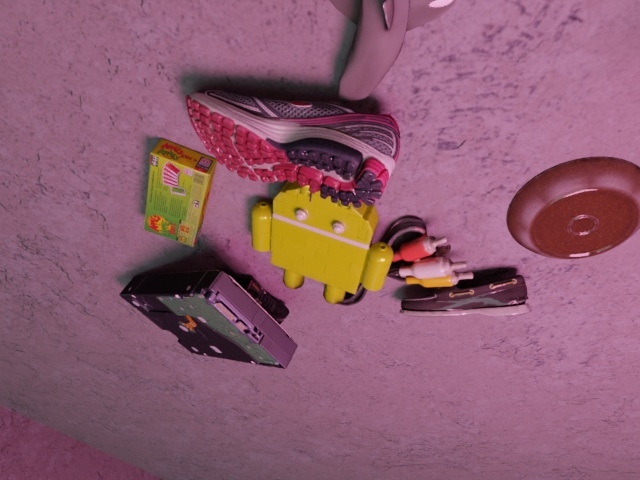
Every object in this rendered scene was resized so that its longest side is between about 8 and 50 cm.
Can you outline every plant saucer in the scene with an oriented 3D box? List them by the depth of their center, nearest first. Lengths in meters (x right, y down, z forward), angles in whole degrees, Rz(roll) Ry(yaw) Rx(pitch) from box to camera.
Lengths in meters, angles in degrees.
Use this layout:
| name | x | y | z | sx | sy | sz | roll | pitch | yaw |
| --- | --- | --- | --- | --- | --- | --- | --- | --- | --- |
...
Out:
| name | x | y | z | sx | sy | sz | roll | pitch | yaw |
| --- | --- | --- | --- | --- | --- | --- | --- | --- | --- |
| plant saucer | 0.390 | -0.032 | 0.638 | 0.199 | 0.036 | 0.198 | 5 | 136 | 5 |

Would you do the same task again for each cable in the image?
| name | x | y | z | sx | sy | sz | roll | pitch | yaw |
| --- | --- | --- | --- | --- | --- | --- | --- | --- | --- |
| cable | 0.111 | 0.054 | 0.756 | 0.287 | 0.072 | 0.139 | -24 | 121 | 31 |

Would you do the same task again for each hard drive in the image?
| name | x | y | z | sx | sy | sz | roll | pitch | yaw |
| --- | --- | --- | --- | --- | --- | --- | --- | --- | --- |
| hard drive | -0.236 | 0.159 | 0.869 | 0.339 | 0.064 | 0.237 | -7 | 133 | 43 |

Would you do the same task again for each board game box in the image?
| name | x | y | z | sx | sy | sz | roll | pitch | yaw |
| --- | --- | --- | --- | --- | --- | --- | --- | --- | --- |
| board game box | -0.239 | -0.074 | 0.716 | 0.092 | 0.043 | 0.181 | 21 | 135 | -9 |

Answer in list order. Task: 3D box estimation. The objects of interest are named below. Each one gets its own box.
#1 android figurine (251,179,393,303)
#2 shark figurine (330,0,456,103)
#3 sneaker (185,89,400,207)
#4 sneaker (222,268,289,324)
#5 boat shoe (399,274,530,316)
| name | x | y | z | sx | sy | sz | roll | pitch | yaw |
| --- | --- | --- | --- | --- | --- | --- | --- | --- | --- |
| android figurine | 0.000 | 0.000 | 0.712 | 0.248 | 0.056 | 0.272 | 20 | 138 | 9 |
| shark figurine | 0.041 | -0.267 | 0.417 | 0.166 | 0.116 | 0.278 | -14 | 133 | 22 |
| sneaker | -0.043 | -0.139 | 0.569 | 0.299 | 0.112 | 0.121 | 20 | 154 | 12 |
| sneaker | -0.142 | 0.118 | 0.874 | 0.178 | 0.072 | 0.077 | 25 | 133 | -16 |
| boat shoe | 0.257 | 0.104 | 0.784 | 0.228 | 0.068 | 0.081 | -7 | 173 | 23 |
